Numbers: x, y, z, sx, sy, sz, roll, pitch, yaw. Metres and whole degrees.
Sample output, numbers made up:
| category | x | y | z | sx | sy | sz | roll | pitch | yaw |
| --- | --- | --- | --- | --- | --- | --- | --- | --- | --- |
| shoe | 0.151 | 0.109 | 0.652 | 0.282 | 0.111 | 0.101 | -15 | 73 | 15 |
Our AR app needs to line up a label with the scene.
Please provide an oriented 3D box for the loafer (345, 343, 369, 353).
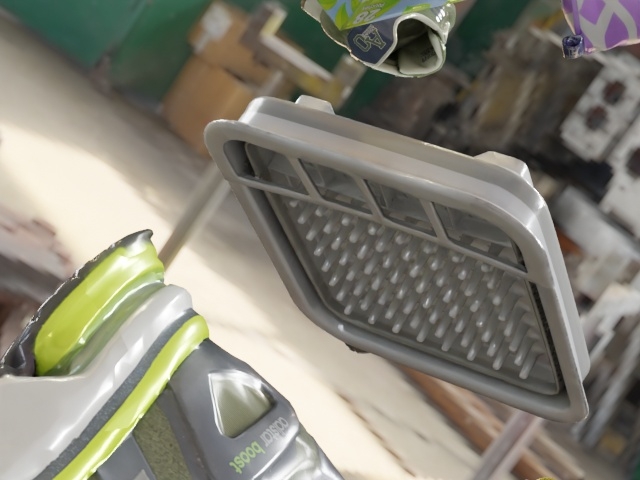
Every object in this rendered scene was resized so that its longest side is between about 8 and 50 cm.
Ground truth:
| category | x | y | z | sx | sy | sz | roll | pitch | yaw |
| --- | --- | --- | --- | --- | --- | --- | --- | --- | --- |
| loafer | 0.000 | 0.000 | 1.514 | 0.096 | 0.084 | 0.267 | -82 | 161 | -48 |

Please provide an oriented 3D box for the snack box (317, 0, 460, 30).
| category | x | y | z | sx | sy | sz | roll | pitch | yaw |
| --- | --- | --- | --- | --- | --- | --- | --- | --- | --- |
| snack box | 0.099 | -0.223 | 0.947 | 0.174 | 0.207 | 0.070 | -20 | 68 | -41 |

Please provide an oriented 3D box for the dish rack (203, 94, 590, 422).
| category | x | y | z | sx | sy | sz | roll | pitch | yaw |
| --- | --- | --- | --- | --- | --- | --- | --- | --- | --- |
| dish rack | 0.077 | 0.008 | 1.296 | 0.286 | 0.072 | 0.333 | 18 | -26 | 27 |

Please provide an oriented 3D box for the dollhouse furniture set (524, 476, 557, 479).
| category | x | y | z | sx | sy | sz | roll | pitch | yaw |
| --- | --- | --- | --- | --- | --- | --- | --- | --- | --- |
| dollhouse furniture set | 0.201 | 0.448 | 1.912 | 0.286 | 0.303 | 0.198 | 63 | 13 | 7 |

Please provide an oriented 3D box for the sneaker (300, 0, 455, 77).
| category | x | y | z | sx | sy | sz | roll | pitch | yaw |
| --- | --- | --- | --- | --- | --- | --- | --- | --- | --- |
| sneaker | 0.065 | -0.155 | 1.267 | 0.086 | 0.064 | 0.192 | 48 | 23 | 22 |

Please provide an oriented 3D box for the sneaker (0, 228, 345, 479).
| category | x | y | z | sx | sy | sz | roll | pitch | yaw |
| --- | --- | --- | --- | --- | --- | --- | --- | --- | --- |
| sneaker | -0.073 | 0.120 | 0.398 | 0.121 | 0.111 | 0.300 | 36 | 46 | -4 |

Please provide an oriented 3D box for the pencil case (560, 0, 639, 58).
| category | x | y | z | sx | sy | sz | roll | pitch | yaw |
| --- | --- | --- | --- | --- | --- | --- | --- | --- | --- |
| pencil case | 0.232 | -0.171 | 0.963 | 0.088 | 0.206 | 0.086 | 63 | 15 | -58 |
